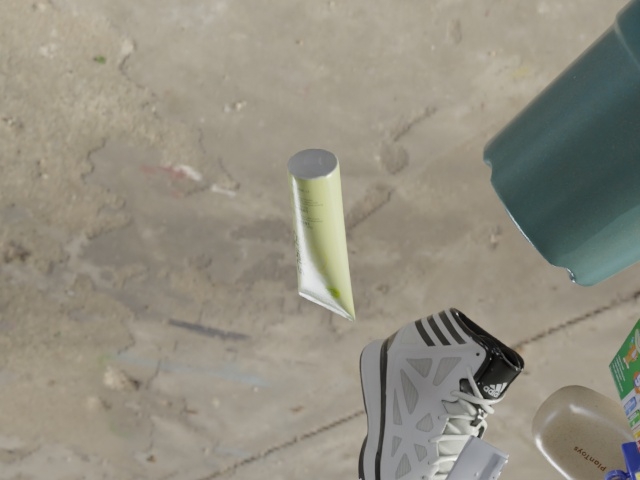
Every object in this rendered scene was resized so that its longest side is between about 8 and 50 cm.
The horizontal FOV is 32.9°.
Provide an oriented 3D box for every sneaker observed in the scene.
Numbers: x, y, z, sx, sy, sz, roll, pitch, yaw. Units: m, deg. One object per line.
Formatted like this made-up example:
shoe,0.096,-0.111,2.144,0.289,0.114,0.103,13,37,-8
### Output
sneaker,0.199,0.294,1.686,0.169,0.447,0.257,24,133,-34

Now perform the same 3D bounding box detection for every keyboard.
keyboard,0.181,0.404,1.556,0.072,0.256,0.014,30,178,-14

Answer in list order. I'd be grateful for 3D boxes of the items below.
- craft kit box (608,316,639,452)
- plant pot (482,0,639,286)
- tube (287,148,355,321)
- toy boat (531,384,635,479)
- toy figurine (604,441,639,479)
craft kit box,0.518,0.199,1.552,0.061,0.249,0.246,8,132,-15
plant pot,0.421,-0.130,1.447,0.334,0.341,0.341,-38,124,25
tube,0.000,0.000,1.330,0.062,0.070,0.240,-10,132,-5
toy boat,0.569,0.338,2.020,0.267,0.148,0.318,41,119,6
toy figurine,0.586,0.393,1.821,0.217,0.191,0.362,-11,136,16
